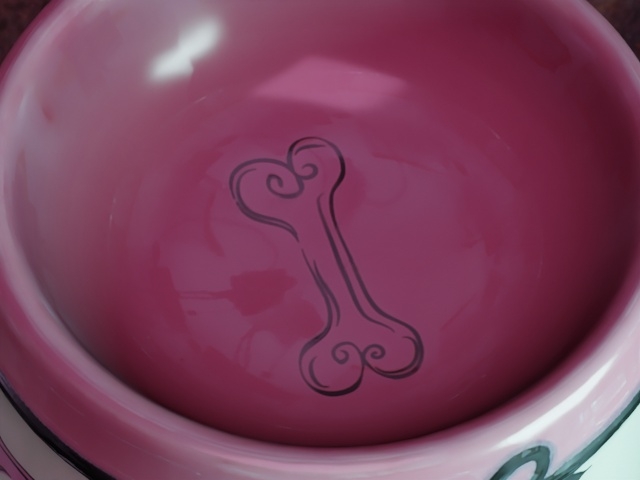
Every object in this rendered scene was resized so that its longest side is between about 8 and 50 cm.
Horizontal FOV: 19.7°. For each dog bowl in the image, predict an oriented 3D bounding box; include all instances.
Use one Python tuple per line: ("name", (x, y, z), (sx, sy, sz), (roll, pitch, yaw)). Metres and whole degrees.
("dog bowl", (0.000, 0.000, 0.927), (0.408, 0.150, 0.408), (1, 56, -2))
